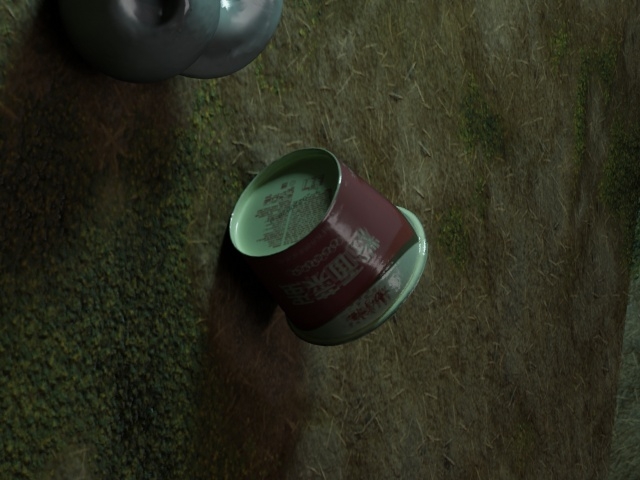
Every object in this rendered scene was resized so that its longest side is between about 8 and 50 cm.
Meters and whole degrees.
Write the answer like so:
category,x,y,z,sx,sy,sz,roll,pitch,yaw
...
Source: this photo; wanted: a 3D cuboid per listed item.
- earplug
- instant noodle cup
category,x,y,z,sx,sy,sz,roll,pitch,yaw
earplug,-0.161,-0.285,1.618,0.325,0.175,0.214,-29,109,-56
instant noodle cup,0.000,0.000,1.867,0.178,0.235,0.234,45,53,-38
